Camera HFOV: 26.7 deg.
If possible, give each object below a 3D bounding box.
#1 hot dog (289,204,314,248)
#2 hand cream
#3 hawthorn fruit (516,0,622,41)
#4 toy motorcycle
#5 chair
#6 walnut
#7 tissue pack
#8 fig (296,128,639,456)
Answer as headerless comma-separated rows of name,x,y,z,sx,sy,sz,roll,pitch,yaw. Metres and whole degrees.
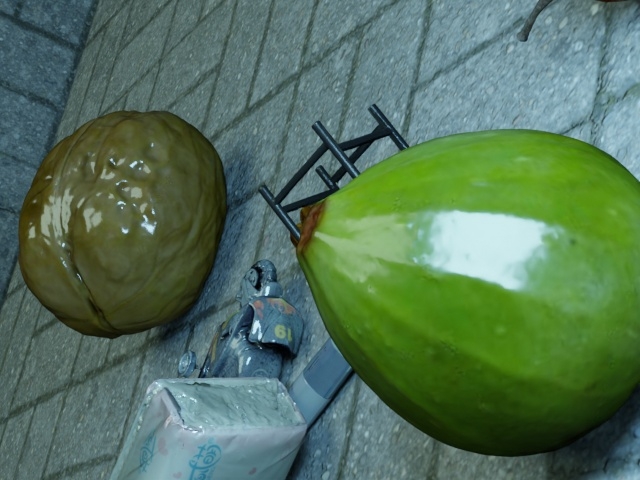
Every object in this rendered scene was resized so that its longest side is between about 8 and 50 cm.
hot dog,0.000,0.000,1.844,0.071,0.045,0.165,-61,24,9
hand cream,-0.019,0.200,1.703,0.255,0.048,0.079,-56,21,31
hawthorn fruit,0.294,-0.343,1.326,0.235,0.231,0.262,-64,-36,-80
toy motorcycle,-0.109,0.175,1.845,0.173,0.108,0.307,14,84,61
chair,0.071,-0.014,1.607,0.260,0.141,0.154,53,130,12
walnut,-0.325,-0.033,2.254,0.354,0.308,0.397,-3,61,28
tissue pack,-0.153,0.303,1.656,0.124,0.201,0.271,45,121,41
fig,0.135,0.036,1.180,0.316,0.316,0.316,-47,30,38
